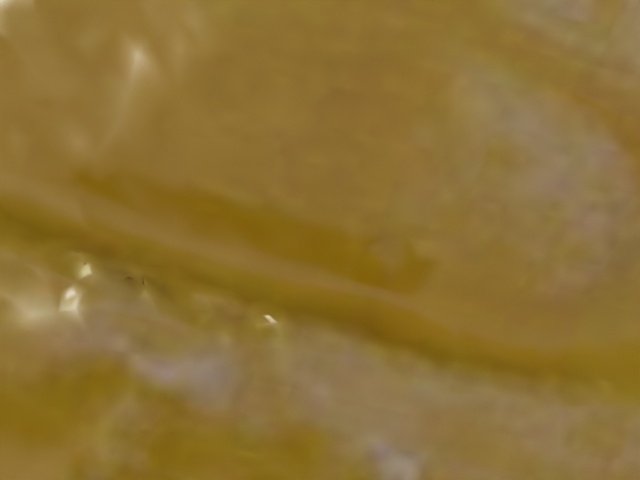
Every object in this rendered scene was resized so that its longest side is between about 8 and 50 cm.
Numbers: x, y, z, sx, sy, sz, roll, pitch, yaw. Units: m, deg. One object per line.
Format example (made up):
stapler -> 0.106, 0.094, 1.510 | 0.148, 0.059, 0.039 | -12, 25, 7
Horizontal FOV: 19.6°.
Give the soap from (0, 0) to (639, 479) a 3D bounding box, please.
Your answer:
soap -> 0.000, 0.000, 0.388 | 0.293, 0.335, 0.156 | 17, -164, 0
